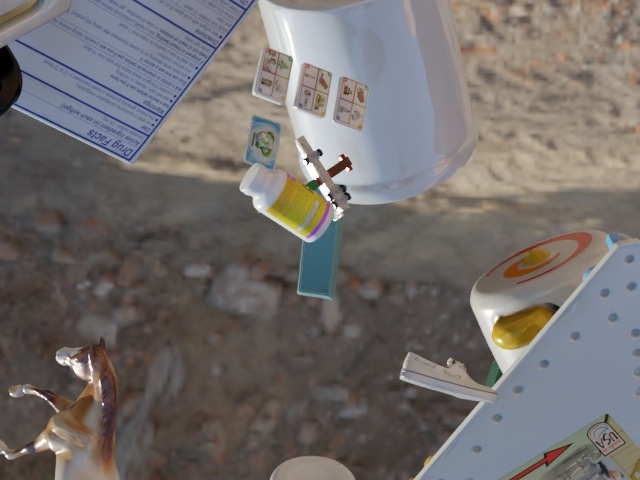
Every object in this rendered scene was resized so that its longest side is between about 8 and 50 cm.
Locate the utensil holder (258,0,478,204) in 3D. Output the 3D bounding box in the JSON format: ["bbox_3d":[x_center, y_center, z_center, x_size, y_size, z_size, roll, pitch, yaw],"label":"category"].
[{"bbox_3d":[0.077,-0.311,2.182,0.327,0.328,0.385,-1,132,20],"label":"utensil holder"}]

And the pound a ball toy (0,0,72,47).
[{"bbox_3d":[-0.368,-0.235,1.122,0.208,0.319,0.136,45,148,12],"label":"pound a ball toy"}]

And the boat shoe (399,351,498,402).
[{"bbox_3d":[0.129,0.133,1.267,0.100,0.035,0.035,16,169,-3],"label":"boat shoe"}]

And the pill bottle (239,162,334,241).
[{"bbox_3d":[-0.031,-0.036,1.171,0.083,0.043,0.043,33,154,-21],"label":"pill bottle"}]

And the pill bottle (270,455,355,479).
[{"bbox_3d":[-0.012,0.294,1.261,0.086,0.152,0.086,4,-152,-2],"label":"pill bottle"}]

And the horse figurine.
[{"bbox_3d":[-0.228,0.225,1.164,0.174,0.263,0.066,-10,172,38],"label":"horse figurine"}]

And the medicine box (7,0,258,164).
[{"bbox_3d":[-0.267,-0.280,1.549,0.263,0.149,0.289,27,111,-39],"label":"medicine box"}]

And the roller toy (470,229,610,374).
[{"bbox_3d":[0.283,0.077,1.561,0.209,0.146,0.191,-28,-170,-11],"label":"roller toy"}]

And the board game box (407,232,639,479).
[{"bbox_3d":[0.340,0.228,1.366,0.390,0.390,0.050,31,-160,-17],"label":"board game box"}]

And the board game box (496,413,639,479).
[{"bbox_3d":[0.166,0.300,1.026,0.317,0.213,0.046,-29,141,-12],"label":"board game box"}]

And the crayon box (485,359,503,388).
[{"bbox_3d":[0.291,0.346,1.757,0.203,0.323,0.083,17,175,1],"label":"crayon box"}]

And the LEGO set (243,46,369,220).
[{"bbox_3d":[-0.031,-0.139,1.881,0.182,0.244,0.060,17,159,-23],"label":"LEGO set"}]

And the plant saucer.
[{"bbox_3d":[0.000,0.000,2.125,0.067,0.192,0.018,8,-173,17],"label":"plant saucer"}]

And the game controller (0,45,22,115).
[{"bbox_3d":[-0.427,-0.223,1.212,0.166,0.319,0.067,-36,180,-19],"label":"game controller"}]
